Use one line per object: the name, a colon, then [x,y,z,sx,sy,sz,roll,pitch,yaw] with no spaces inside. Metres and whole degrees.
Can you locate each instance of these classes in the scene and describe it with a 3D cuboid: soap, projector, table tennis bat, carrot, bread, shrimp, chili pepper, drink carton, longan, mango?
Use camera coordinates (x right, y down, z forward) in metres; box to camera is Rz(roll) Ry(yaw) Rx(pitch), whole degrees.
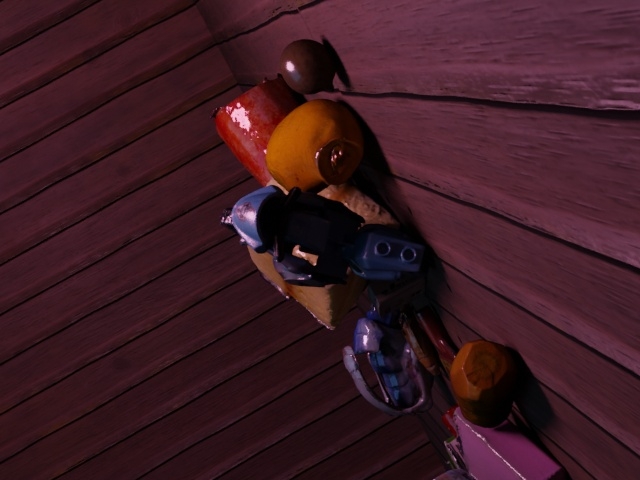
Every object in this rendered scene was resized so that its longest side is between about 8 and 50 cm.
soap: [0.359,0.428,1.864,0.259,0.081,0.181,39,153,54]
projector: [0.159,0.100,2.113,0.061,0.115,0.147,62,176,16]
table tennis bat: [0.302,0.279,2.188,0.310,0.038,0.200,58,174,-6]
carrot: [0.282,0.248,1.723,0.114,0.114,0.302,59,177,22]
bread: [-0.001,0.018,2.212,0.346,0.242,0.405,45,170,24]
shrimp: [0.248,0.239,2.525,0.236,0.053,0.133,59,-162,-25]
chili pepper: [-0.083,-0.228,2.373,0.305,0.229,0.251,48,160,13]
drink carton: [0.389,0.559,2.473,0.161,0.108,0.271,58,175,28]
longan: [-0.017,-0.300,1.744,0.113,0.092,0.113,35,157,17]
mango: [-0.009,-0.179,1.924,0.359,0.144,0.187,168,116,-67]

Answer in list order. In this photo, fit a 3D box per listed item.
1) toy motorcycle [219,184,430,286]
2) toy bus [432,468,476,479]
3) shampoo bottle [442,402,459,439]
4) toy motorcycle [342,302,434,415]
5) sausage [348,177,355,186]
toy motorcycle: [0.000,0.000,1.870,0.416,0.172,0.232,16,172,7]
toy bus: [0.362,0.566,1.931,0.329,0.109,0.136,27,-160,30]
shampoo bottle: [0.375,0.468,2.067,0.314,0.076,0.118,52,-174,24]
toy motorcycle: [0.191,0.313,2.629,0.319,0.182,0.241,61,-157,-12]
sausage: [0.067,-0.092,2.210,0.304,0.078,0.078,59,175,19]
